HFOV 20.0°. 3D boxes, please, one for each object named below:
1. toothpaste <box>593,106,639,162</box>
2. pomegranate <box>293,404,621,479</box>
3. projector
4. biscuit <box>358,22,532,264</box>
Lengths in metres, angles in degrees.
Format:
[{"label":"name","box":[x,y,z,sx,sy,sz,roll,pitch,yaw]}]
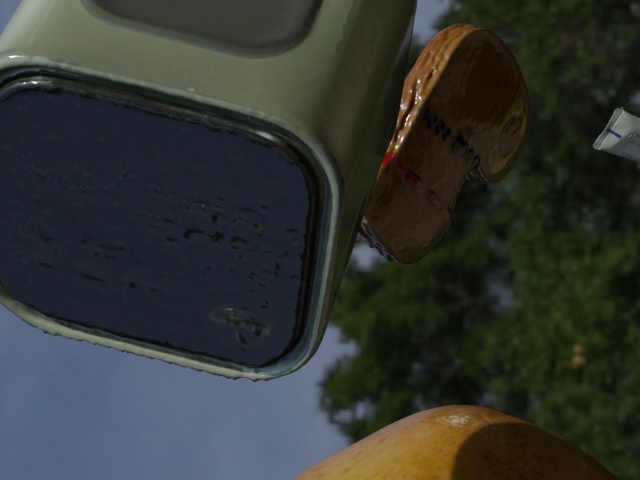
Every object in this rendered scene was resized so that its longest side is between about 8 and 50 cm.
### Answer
[{"label":"toothpaste","box":[0.381,-0.081,1.860,0.052,0.218,0.033,-59,25,27]},{"label":"pomegranate","box":[0.120,0.356,1.592,0.416,0.416,0.417,-21,-67,-61]},{"label":"projector","box":[-0.082,-0.085,1.250,0.249,0.248,0.249,-70,-8,-46]},{"label":"biscuit","box":[0.141,-0.088,1.973,0.277,0.052,0.262,-58,-32,-14]}]
